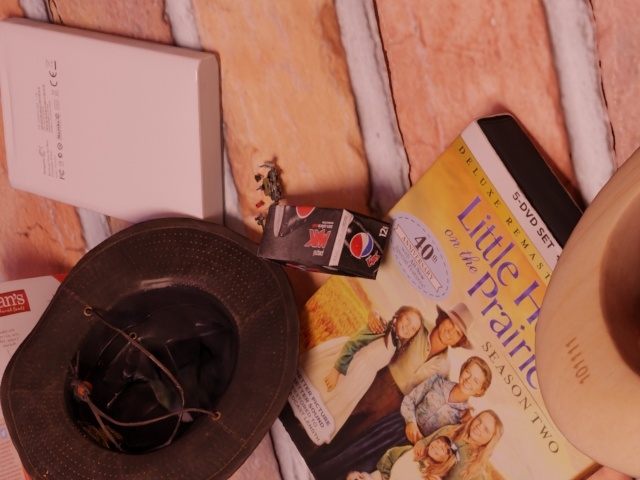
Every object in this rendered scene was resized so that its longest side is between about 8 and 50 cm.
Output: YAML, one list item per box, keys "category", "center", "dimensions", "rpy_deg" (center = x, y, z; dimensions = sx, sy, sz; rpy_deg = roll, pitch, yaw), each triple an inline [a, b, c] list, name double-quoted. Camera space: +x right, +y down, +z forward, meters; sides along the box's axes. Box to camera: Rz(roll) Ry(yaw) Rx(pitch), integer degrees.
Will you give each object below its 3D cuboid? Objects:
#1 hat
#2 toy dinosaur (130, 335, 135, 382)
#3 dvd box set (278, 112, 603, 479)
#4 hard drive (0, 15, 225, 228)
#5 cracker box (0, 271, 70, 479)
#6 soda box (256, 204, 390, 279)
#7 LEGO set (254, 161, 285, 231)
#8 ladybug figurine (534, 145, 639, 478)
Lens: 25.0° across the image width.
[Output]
- category: "hat"
  center: [-0.156, 0.149, 1.497]
  dimensions: [0.331, 0.331, 0.134]
  rpy_deg: [27, 162, 29]
- category: "toy dinosaur"
  center: [-0.192, 0.168, 1.622]
  dimensions: [0.160, 0.121, 0.313]
  rpy_deg: [-32, 101, 10]
- category: "dvd box set"
  center: [0.123, 0.128, 1.362]
  dimensions: [0.420, 0.062, 0.307]
  rpy_deg: [-48, 66, 40]
- category: "hard drive"
  center: [-0.236, -0.127, 1.597]
  dimensions: [0.307, 0.040, 0.203]
  rpy_deg: [15, 116, 34]
- category: "cracker box"
  center: [-0.321, 0.159, 1.673]
  dimensions: [0.067, 0.156, 0.232]
  rpy_deg: [-25, 79, 42]
- category: "soda box"
  center: [0.000, 0.000, 1.393]
  dimensions: [0.169, 0.053, 0.060]
  rpy_deg: [5, 79, 63]
- category: "LEGO set"
  center: [-0.051, -0.048, 1.492]
  dimensions: [0.083, 0.023, 0.054]
  rpy_deg: [107, 148, -51]
- category: "ladybug figurine"
  center: [0.360, 0.013, 1.040]
  dimensions: [0.449, 0.162, 0.305]
  rpy_deg: [-38, 45, 28]
